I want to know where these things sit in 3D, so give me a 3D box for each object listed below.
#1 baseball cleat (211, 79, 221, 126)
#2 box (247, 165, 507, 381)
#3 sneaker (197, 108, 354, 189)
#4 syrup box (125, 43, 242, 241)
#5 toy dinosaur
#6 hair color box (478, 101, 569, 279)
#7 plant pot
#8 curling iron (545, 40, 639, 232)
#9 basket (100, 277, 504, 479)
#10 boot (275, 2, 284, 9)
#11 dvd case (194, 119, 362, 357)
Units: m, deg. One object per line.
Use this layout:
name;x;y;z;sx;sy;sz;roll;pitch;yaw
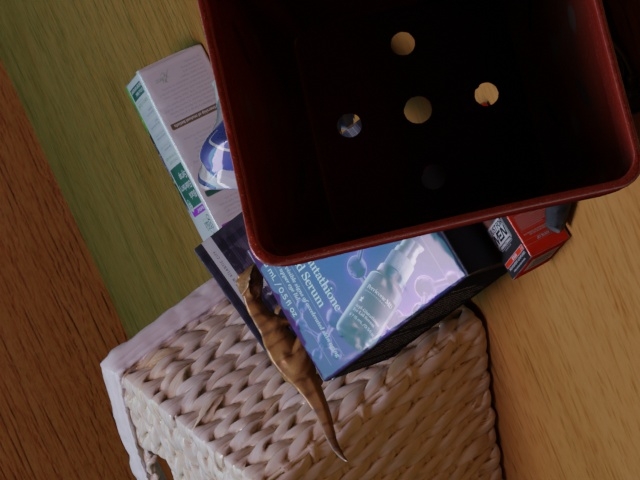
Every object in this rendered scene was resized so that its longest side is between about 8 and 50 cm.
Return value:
baseball cleat;-0.080;-0.127;2.191;0.109;0.072;0.206;45;161;29
box;0.060;0.011;1.740;0.207;0.108;0.153;-41;75;35
sneaker;-0.046;-0.166;1.783;0.315;0.127;0.182;-63;-29;-67
syrup box;-0.146;-0.116;2.364;0.237;0.096;0.093;64;163;0
toy dinosaur;-0.020;0.121;1.789;0.064;0.112;0.211;-39;76;31
hair color box;0.157;-0.043;1.645;0.141;0.043;0.072;60;164;12
plant pot;0.066;-0.120;1.377;0.236;0.267;0.267;65;-167;-80
curling iron;0.201;-0.071;1.478;0.068;0.035;0.274;57;163;20
basket;-0.003;0.203;2.004;0.266;0.331;0.328;33;149;38
boot;0.013;-0.203;1.585;0.095;0.258;0.123;-25;100;30
dvd case;0.000;0.000;1.893;0.164;0.221;0.018;53;-179;31
